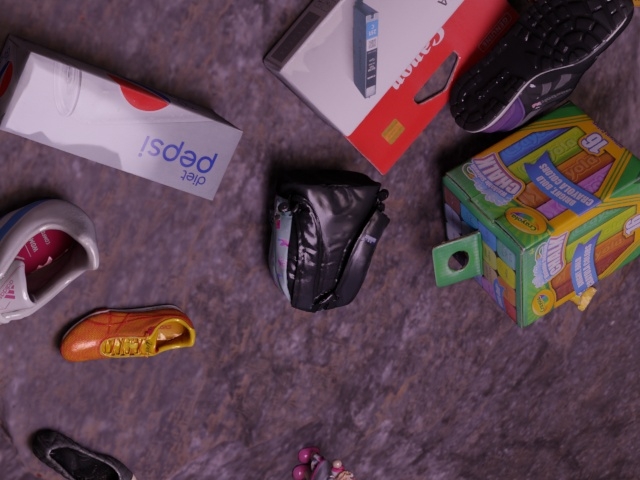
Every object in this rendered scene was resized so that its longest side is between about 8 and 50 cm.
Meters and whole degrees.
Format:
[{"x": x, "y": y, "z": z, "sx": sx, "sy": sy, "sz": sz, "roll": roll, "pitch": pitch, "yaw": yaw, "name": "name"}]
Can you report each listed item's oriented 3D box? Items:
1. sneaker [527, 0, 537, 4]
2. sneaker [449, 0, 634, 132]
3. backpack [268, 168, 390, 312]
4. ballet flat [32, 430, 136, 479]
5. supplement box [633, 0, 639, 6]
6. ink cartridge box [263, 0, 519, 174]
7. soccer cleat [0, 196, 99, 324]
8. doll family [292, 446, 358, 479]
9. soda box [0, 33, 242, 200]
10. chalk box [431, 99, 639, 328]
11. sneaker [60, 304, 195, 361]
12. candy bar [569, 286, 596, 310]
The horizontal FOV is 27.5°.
[{"x": 0.286, "y": -0.433, "z": 1.676, "sx": 0.118, "sy": 0.107, "sz": 0.279, "roll": -22, "pitch": 121, "yaw": -14, "name": "sneaker"}, {"x": 0.307, "y": -0.241, "z": 1.733, "sx": 0.124, "sy": 0.107, "sz": 0.283, "roll": 4, "pitch": 149, "yaw": -48, "name": "sneaker"}, {"x": 0.000, "y": 0.000, "z": 1.711, "sx": 0.151, "sy": 0.115, "sz": 0.182, "roll": 2, "pitch": 112, "yaw": -17, "name": "backpack"}, {"x": -0.307, "y": 0.302, "z": 1.713, "sx": 0.173, "sy": 0.049, "sz": 0.057, "roll": 36, "pitch": 93, "yaw": -36, "name": "ballet flat"}, {"x": 0.419, "y": -0.419, "z": 1.746, "sx": 0.191, "sy": 0.129, "sz": 0.194, "roll": -6, "pitch": 114, "yaw": -27, "name": "supplement box"}, {"x": 0.112, "y": -0.257, "z": 1.688, "sx": 0.296, "sy": 0.066, "sz": 0.261, "roll": -50, "pitch": 124, "yaw": -1, "name": "ink cartridge box"}, {"x": -0.405, "y": 0.056, "z": 1.492, "sx": 0.331, "sy": 0.143, "sz": 0.116, "roll": -31, "pitch": 123, "yaw": -14, "name": "soccer cleat"}, {"x": 0.021, "y": 0.431, "z": 1.883, "sx": 0.118, "sy": 0.163, "sz": 0.263, "roll": 9, "pitch": 107, "yaw": -32, "name": "doll family"}, {"x": -0.240, "y": -0.141, "z": 1.527, "sx": 0.286, "sy": 0.091, "sz": 0.098, "roll": 19, "pitch": 101, "yaw": -34, "name": "soda box"}, {"x": 0.284, "y": -0.021, "z": 1.792, "sx": 0.289, "sy": 0.179, "sz": 0.180, "roll": -31, "pitch": 143, "yaw": -14, "name": "chalk box"}, {"x": -0.242, "y": 0.120, "z": 1.658, "sx": 0.175, "sy": 0.067, "sz": 0.064, "roll": -13, "pitch": 119, "yaw": -22, "name": "sneaker"}, {"x": 0.362, "y": 0.061, "z": 1.998, "sx": 0.161, "sy": 0.018, "sz": 0.040, "roll": 29, "pitch": 96, "yaw": -36, "name": "candy bar"}]
